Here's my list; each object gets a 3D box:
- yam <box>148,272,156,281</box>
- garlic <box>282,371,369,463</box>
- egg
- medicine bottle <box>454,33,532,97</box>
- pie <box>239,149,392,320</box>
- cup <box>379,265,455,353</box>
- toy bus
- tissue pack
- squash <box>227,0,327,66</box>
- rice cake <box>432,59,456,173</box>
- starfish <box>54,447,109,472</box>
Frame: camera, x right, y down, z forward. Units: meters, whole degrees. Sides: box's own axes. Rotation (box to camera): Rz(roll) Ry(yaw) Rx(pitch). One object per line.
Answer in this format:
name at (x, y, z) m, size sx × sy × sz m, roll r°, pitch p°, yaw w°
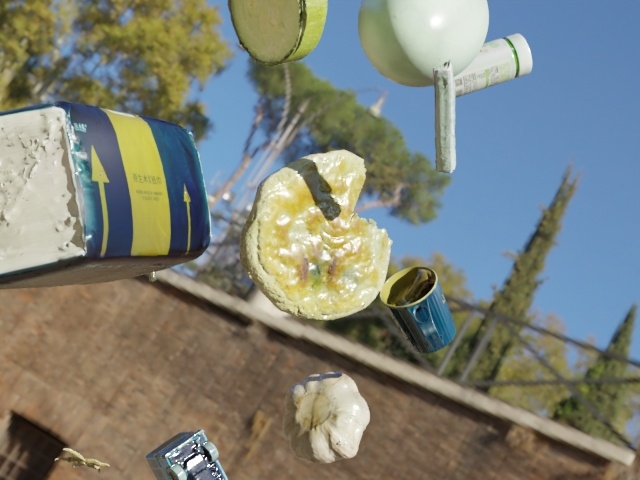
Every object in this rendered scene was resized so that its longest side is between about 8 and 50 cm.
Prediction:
yam at (-0.378, -0.024, 2.407) m, size 0.027 × 0.234 × 0.029 m, roll 4°, pitch -12°, yaw -42°
garlic at (0.032, 0.421, 2.503) m, size 0.219 × 0.218 × 0.212 m, roll 19°, pitch -10°, yaw 34°
egg at (0.179, -0.385, 1.910) m, size 0.230 × 0.230 × 0.371 m, roll 33°, pitch 23°, yaw -2°
medicine bottle at (0.314, -0.340, 2.129) m, size 0.086 × 0.183 × 0.086 m, roll 162°, pitch -90°, yaw -80°
pie at (0.000, 0.000, 1.982) m, size 0.337 × 0.337 × 0.075 m, roll 43°, pitch -17°, yaw -31°
cup at (0.220, 0.165, 2.333) m, size 0.176 × 0.131 × 0.155 m, roll -107°, pitch 170°, yaw -57°
toy bus at (-0.205, 0.416, 1.812) m, size 0.106 × 0.090 × 0.184 m, roll -16°, pitch -78°, yaw 52°
tissue pack at (-0.375, -0.060, 1.646) m, size 0.264 × 0.253 × 0.416 m, roll -12°, pitch -2°, yaw 19°
squash at (-0.050, -0.384, 1.747) m, size 0.133 × 0.220 × 0.220 m, roll -4°, pitch 6°, yaw -36°
rice cake at (0.202, -0.198, 1.765) m, size 0.033 × 0.033 × 0.207 m, roll 6°, pitch -51°, yaw 16°
starfish at (-0.403, 0.374, 1.842) m, size 0.086 × 0.016 × 0.092 m, roll -9°, pitch -39°, yaw 24°
